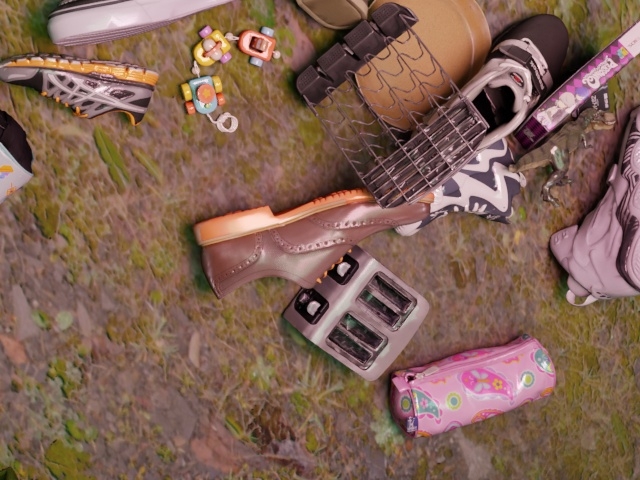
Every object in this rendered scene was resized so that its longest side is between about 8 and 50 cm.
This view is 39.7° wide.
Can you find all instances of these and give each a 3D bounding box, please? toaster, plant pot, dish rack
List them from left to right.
[{"bbox_3d":[0.062,0.115,1.413,0.185,0.110,0.168,38,90,-24],"label":"toaster"},{"bbox_3d":[0.102,-0.187,1.261,0.208,0.074,0.272,-38,73,15],"label":"dish rack"},{"bbox_3d":[0.156,-0.290,1.384,0.236,0.032,0.236,-5,105,-19],"label":"plant pot"}]

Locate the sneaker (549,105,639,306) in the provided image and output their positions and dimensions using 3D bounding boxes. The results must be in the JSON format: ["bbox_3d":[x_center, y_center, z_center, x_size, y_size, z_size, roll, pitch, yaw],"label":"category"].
[{"bbox_3d":[0.507,-0.056,1.522,0.137,0.210,0.366,26,60,-24],"label":"sneaker"}]

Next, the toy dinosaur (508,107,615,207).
[{"bbox_3d":[0.389,-0.129,1.466,0.268,0.064,0.118,-32,126,-32],"label":"toy dinosaur"}]

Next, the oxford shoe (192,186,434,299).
[{"bbox_3d":[0.000,0.000,1.331,0.363,0.130,0.133,-12,90,-3],"label":"oxford shoe"}]

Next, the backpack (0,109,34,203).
[{"bbox_3d":[-0.447,-0.116,1.117,0.144,0.188,0.166,-41,118,-12],"label":"backpack"}]

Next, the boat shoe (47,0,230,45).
[{"bbox_3d":[-0.218,-0.354,1.199,0.335,0.121,0.119,-25,104,-24],"label":"boat shoe"}]

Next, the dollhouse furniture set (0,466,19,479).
[{"bbox_3d":[-0.464,0.486,1.212,0.151,0.301,0.198,-20,107,-11],"label":"dollhouse furniture set"}]

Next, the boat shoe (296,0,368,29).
[{"bbox_3d":[-0.022,-0.402,1.199,0.302,0.113,0.103,37,54,-61],"label":"boat shoe"}]

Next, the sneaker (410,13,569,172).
[{"bbox_3d":[0.287,-0.229,1.336,0.122,0.146,0.330,45,74,-9],"label":"sneaker"}]

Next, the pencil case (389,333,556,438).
[{"bbox_3d":[0.254,0.246,1.510,0.284,0.124,0.124,-12,108,-15],"label":"pencil case"}]

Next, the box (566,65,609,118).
[{"bbox_3d":[0.455,-0.255,1.509,0.067,0.018,0.083,-17,109,-14],"label":"box"}]

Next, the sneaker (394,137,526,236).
[{"bbox_3d":[0.239,-0.057,1.440,0.235,0.094,0.153,-46,106,-15],"label":"sneaker"}]

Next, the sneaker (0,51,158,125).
[{"bbox_3d":[-0.329,-0.207,1.204,0.214,0.084,0.083,5,107,-22],"label":"sneaker"}]

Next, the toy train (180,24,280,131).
[{"bbox_3d":[-0.130,-0.243,1.285,0.125,0.046,0.166,22,95,-23],"label":"toy train"}]

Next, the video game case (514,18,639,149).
[{"bbox_3d":[0.401,-0.234,1.370,0.210,0.232,0.042,-42,86,3],"label":"video game case"}]
